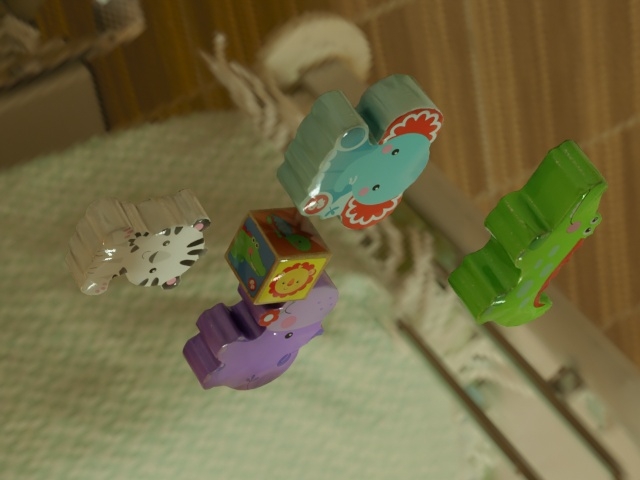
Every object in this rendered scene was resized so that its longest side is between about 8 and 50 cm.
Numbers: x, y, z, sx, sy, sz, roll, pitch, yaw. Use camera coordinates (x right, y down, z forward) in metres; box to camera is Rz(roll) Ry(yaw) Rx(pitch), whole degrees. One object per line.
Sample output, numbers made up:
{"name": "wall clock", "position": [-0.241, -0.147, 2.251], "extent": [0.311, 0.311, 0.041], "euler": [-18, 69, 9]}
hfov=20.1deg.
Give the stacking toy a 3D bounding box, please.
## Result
{"name": "stacking toy", "position": [0.000, 0.000, 0.592], "extent": [0.052, 0.167, 0.221], "euler": [-5, 140, -38]}
